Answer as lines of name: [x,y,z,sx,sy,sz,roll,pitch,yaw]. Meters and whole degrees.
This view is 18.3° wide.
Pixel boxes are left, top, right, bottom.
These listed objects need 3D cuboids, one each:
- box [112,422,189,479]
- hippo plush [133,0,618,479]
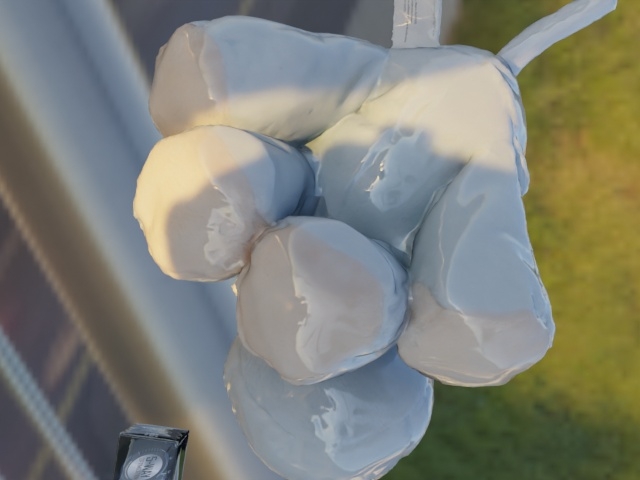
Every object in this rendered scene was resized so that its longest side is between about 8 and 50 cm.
box: [-0.056,0.099,0.606,0.067,0.018,0.083,108,-10,-87]
hippo plush: [0.000,0.000,1.099,0.236,0.234,0.294,116,-9,-52]
